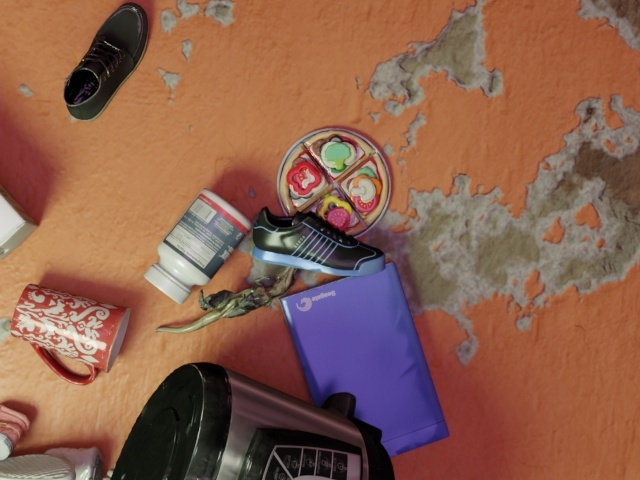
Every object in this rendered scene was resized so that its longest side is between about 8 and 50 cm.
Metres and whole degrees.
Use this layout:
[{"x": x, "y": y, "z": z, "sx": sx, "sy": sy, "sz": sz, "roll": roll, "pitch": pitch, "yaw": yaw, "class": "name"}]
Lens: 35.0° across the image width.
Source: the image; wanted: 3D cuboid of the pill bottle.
[{"x": -0.208, "y": 0.012, "z": 1.696, "sx": 0.108, "sy": 0.108, "sz": 0.180, "roll": 38, "pitch": 85, "yaw": -4, "class": "pill bottle"}]

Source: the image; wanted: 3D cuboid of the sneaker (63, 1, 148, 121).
[{"x": -0.351, "y": -0.302, "z": 1.683, "sx": 0.083, "sy": 0.118, "sz": 0.222, "roll": 26, "pitch": 85, "yaw": -5, "class": "sneaker"}]

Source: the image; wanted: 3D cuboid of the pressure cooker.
[{"x": -0.083, "y": 0.411, "z": 1.557, "sx": 0.420, "sy": 0.375, "sz": 0.370, "roll": 27, "pitch": 110, "yaw": -22, "class": "pressure cooker"}]

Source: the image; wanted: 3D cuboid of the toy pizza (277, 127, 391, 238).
[{"x": 0.025, "y": -0.096, "z": 1.766, "sx": 0.201, "sy": 0.032, "sz": 0.201, "roll": 0, "pitch": 88, "yaw": -7, "class": "toy pizza"}]

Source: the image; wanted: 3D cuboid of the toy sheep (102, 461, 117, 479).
[{"x": -0.319, "y": 0.408, "z": 1.682, "sx": 0.091, "sy": 0.091, "sz": 0.132, "roll": 23, "pitch": 71, "yaw": -6, "class": "toy sheep"}]

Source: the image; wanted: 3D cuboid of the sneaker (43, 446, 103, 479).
[{"x": -0.430, "y": 0.448, "z": 1.674, "sx": 0.115, "sy": 0.090, "sz": 0.232, "roll": 8, "pitch": 84, "yaw": 7, "class": "sneaker"}]

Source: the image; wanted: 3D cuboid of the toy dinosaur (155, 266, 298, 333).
[{"x": -0.150, "y": 0.105, "z": 1.694, "sx": 0.268, "sy": 0.118, "sz": 0.064, "roll": -21, "pitch": 81, "yaw": -8, "class": "toy dinosaur"}]

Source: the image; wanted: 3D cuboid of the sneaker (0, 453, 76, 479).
[{"x": -0.485, "y": 0.429, "z": 1.612, "sx": 0.282, "sy": 0.102, "sz": 0.161, "roll": -9, "pitch": 95, "yaw": 32, "class": "sneaker"}]

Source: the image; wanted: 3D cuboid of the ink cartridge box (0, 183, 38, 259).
[{"x": -0.565, "y": -0.076, "z": 1.629, "sx": 0.092, "sy": 0.158, "sz": 0.218, "roll": -40, "pitch": 93, "yaw": -7, "class": "ink cartridge box"}]

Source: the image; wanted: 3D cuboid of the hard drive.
[{"x": 0.076, "y": 0.219, "z": 1.757, "sx": 0.210, "sy": 0.040, "sz": 0.318, "roll": -18, "pitch": 90, "yaw": -7, "class": "hard drive"}]

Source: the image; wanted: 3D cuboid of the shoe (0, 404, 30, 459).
[{"x": -0.566, "y": 0.316, "z": 1.668, "sx": 0.178, "sy": 0.081, "sz": 0.063, "roll": -2, "pitch": 117, "yaw": 19, "class": "shoe"}]

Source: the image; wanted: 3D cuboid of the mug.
[{"x": -0.416, "y": 0.156, "z": 1.666, "sx": 0.169, "sy": 0.113, "sz": 0.150, "roll": 18, "pitch": 84, "yaw": -3, "class": "mug"}]

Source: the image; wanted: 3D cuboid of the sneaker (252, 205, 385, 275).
[{"x": 0.000, "y": 0.000, "z": 1.719, "sx": 0.232, "sy": 0.081, "sz": 0.090, "roll": 7, "pitch": 110, "yaw": -1, "class": "sneaker"}]
